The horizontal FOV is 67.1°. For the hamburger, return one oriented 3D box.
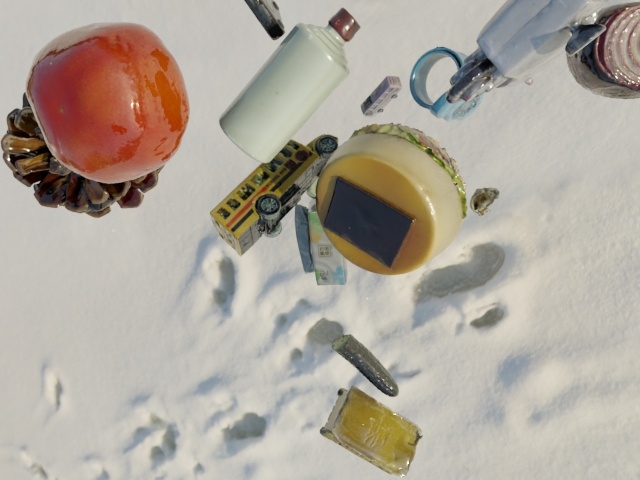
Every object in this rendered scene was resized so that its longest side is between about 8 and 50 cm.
[{"bbox_3d":[0.136,-0.078,0.923,0.300,0.176,0.300,18,128,25],"label":"hamburger"}]

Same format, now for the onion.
[{"bbox_3d":[0.713,-0.468,1.194,0.207,0.206,0.216,8,102,-1],"label":"onion"}]

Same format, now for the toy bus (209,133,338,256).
[{"bbox_3d":[-0.094,-0.119,1.090,0.123,0.335,0.121,38,160,13],"label":"toy bus"}]

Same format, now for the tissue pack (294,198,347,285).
[{"bbox_3d":[0.000,0.000,1.423,0.145,0.159,0.229,-5,110,6],"label":"tissue pack"}]

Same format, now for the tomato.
[{"bbox_3d":[-0.329,-0.210,0.748,0.259,0.180,0.260,10,113,23],"label":"tomato"}]

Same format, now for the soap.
[{"bbox_3d":[0.130,0.480,1.213,0.233,0.135,0.076,33,154,-6],"label":"soap"}]

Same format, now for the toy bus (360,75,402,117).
[{"bbox_3d":[0.148,-0.353,1.190,0.130,0.052,0.037,-37,64,55],"label":"toy bus"}]

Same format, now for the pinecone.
[{"bbox_3d":[-0.568,-0.209,1.136,0.384,0.384,0.384,10,110,30],"label":"pinecone"}]

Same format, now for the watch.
[{"bbox_3d":[0.360,-0.447,1.356,0.211,0.211,0.193,-44,71,34],"label":"watch"}]

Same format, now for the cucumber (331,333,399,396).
[{"bbox_3d":[0.109,0.283,1.077,0.052,0.058,0.215,-42,113,5],"label":"cucumber"}]

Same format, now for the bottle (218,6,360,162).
[{"bbox_3d":[-0.038,-0.235,0.717,0.245,0.104,0.104,-46,77,16],"label":"bottle"}]

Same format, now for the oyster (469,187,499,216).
[{"bbox_3d":[0.389,-0.098,1.133,0.083,0.038,0.080,-25,126,39],"label":"oyster"}]

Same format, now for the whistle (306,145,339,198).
[{"bbox_3d":[0.008,-0.220,1.476,0.110,0.244,0.092,36,143,-20],"label":"whistle"}]

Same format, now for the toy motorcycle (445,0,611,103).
[{"bbox_3d":[0.256,-0.254,0.546,0.110,0.171,0.260,52,139,2],"label":"toy motorcycle"}]

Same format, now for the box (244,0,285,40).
[{"bbox_3d":[-0.100,-0.380,0.735,0.027,0.126,0.125,-29,132,16],"label":"box"}]
